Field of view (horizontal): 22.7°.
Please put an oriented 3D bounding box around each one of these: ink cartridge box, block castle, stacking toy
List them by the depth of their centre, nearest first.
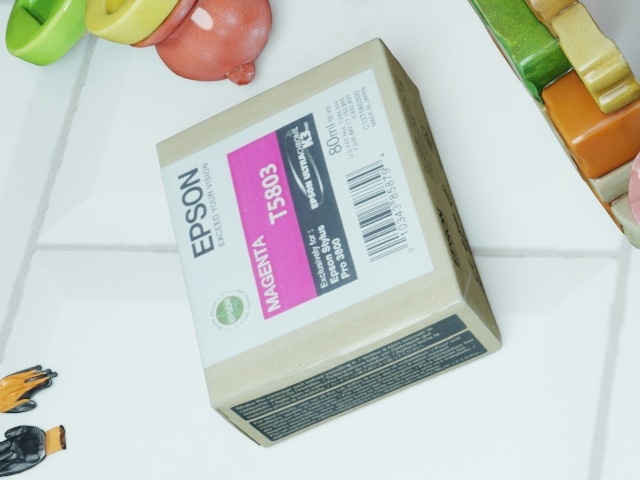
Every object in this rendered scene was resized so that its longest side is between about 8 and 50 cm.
[{"bbox_3d":[0.245,-0.202,1.032,0.303,0.213,0.453,-34,55,8],"label":"block castle"},{"bbox_3d":[0.000,0.000,1.131,0.193,0.088,0.235,-24,57,13],"label":"ink cartridge box"},{"bbox_3d":[-0.123,-0.254,1.349,0.279,0.130,0.309,-15,52,51],"label":"stacking toy"}]

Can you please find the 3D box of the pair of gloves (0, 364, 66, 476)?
[{"bbox_3d":[-0.231,0.139,1.226,0.074,0.010,0.083,-23,59,14],"label":"pair of gloves"}]
